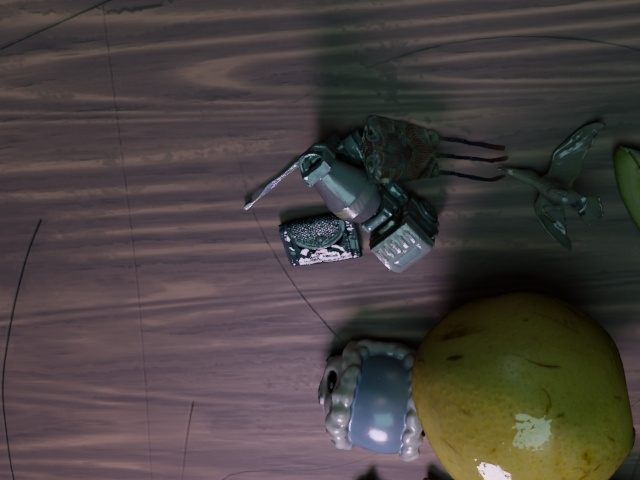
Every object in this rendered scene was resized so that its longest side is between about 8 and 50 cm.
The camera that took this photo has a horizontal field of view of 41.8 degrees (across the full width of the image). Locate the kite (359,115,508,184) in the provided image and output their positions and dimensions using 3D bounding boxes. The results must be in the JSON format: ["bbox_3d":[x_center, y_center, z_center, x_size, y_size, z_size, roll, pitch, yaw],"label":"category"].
[{"bbox_3d":[0.171,-0.126,1.273,0.229,0.127,0.016,8,153,-2],"label":"kite"}]

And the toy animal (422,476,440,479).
[{"bbox_3d":[0.329,0.488,1.593,0.255,0.116,0.114,-19,133,10],"label":"toy animal"}]

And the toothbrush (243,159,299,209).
[{"bbox_3d":[-0.079,-0.090,1.378,0.131,0.013,0.011,-37,117,23],"label":"toothbrush"}]

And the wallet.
[{"bbox_3d":[0.000,0.000,1.406,0.129,0.026,0.088,-9,117,13],"label":"wallet"}]

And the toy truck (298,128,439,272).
[{"bbox_3d":[0.071,-0.060,1.297,0.108,0.140,0.256,-38,106,24],"label":"toy truck"}]

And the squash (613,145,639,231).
[{"bbox_3d":[0.519,-0.015,1.270,0.252,0.093,0.169,25,75,-6],"label":"squash"}]

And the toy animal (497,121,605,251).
[{"bbox_3d":[0.349,-0.082,1.270,0.155,0.095,0.219,13,118,-3],"label":"toy animal"}]

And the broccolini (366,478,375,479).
[{"bbox_3d":[0.159,0.578,1.685,0.271,0.062,0.123,36,127,-14],"label":"broccolini"}]

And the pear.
[{"bbox_3d":[0.315,0.245,1.311,0.348,0.348,0.348,4,119,7],"label":"pear"}]

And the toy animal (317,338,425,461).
[{"bbox_3d":[0.093,0.294,1.477,0.204,0.156,0.208,8,120,5],"label":"toy animal"}]
